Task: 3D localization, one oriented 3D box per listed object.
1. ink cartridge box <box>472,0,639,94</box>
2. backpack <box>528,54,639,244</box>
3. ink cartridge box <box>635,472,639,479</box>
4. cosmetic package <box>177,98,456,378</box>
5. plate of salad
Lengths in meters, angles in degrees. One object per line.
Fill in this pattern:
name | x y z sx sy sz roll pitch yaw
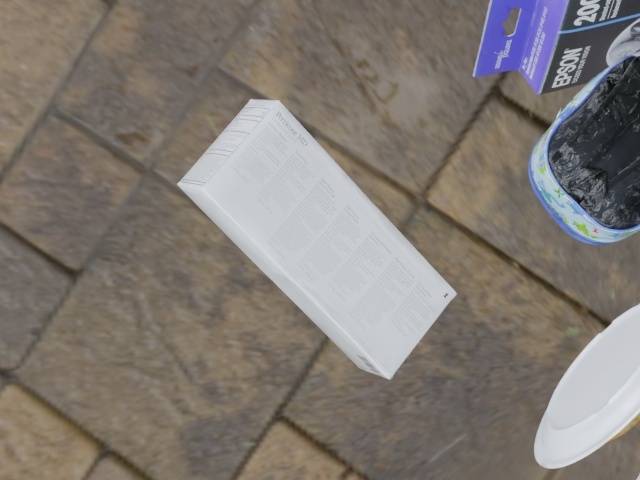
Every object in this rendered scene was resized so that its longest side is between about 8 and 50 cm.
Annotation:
ink cartridge box | 0.258 -0.211 1.491 0.208 0.206 0.045 -14 68 -6
backpack | 0.203 -0.055 1.096 0.114 0.084 0.105 -42 89 -17
ink cartridge box | 0.296 0.220 1.341 0.097 0.189 0.255 -11 62 -8
cosmetic package | 0.000 0.000 1.300 0.099 0.060 0.239 -49 115 -13
plate of salad | 0.257 0.120 1.333 0.048 0.200 0.200 40 94 -8
